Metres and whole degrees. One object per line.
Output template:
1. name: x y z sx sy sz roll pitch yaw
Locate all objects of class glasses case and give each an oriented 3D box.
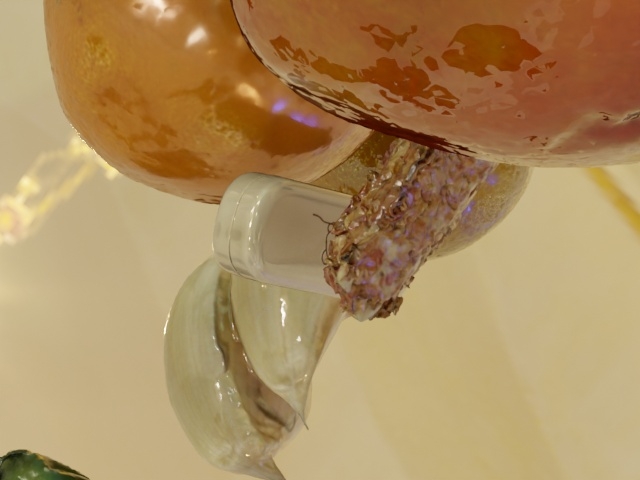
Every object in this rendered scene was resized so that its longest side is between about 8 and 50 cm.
1. glasses case: 0.000 0.000 1.533 0.050 0.083 0.196 13 -179 42

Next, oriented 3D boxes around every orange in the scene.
1. orange: 0.089 -0.087 1.908 0.236 0.236 0.236 34 -164 -11
2. orange: -0.078 -0.178 1.633 0.312 0.312 0.312 34 -164 -11

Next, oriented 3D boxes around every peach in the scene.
1. peach: 0.118 -0.201 1.070 0.406 0.310 0.335 1 -123 -4

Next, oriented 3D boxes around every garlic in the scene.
1. garlic: -0.038 0.086 2.171 0.313 0.286 0.249 -51 -60 -41

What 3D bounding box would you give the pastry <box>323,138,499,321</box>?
1. pastry: 0.056 -0.026 1.318 0.063 0.169 0.087 33 173 42

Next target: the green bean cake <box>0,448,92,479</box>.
1. green bean cake: -0.230 0.305 1.744 0.214 0.200 0.113 31 171 29
